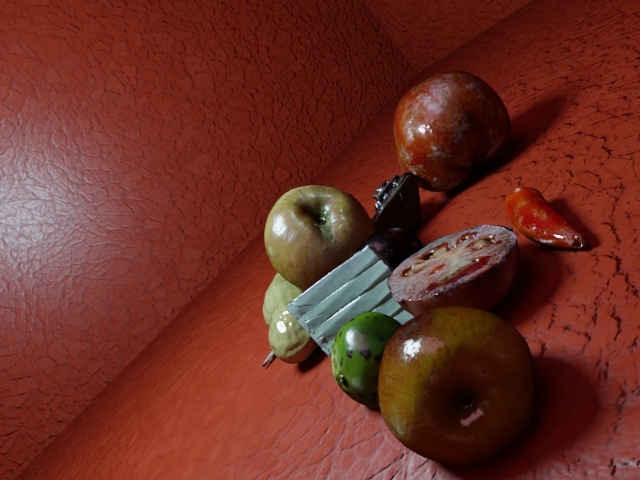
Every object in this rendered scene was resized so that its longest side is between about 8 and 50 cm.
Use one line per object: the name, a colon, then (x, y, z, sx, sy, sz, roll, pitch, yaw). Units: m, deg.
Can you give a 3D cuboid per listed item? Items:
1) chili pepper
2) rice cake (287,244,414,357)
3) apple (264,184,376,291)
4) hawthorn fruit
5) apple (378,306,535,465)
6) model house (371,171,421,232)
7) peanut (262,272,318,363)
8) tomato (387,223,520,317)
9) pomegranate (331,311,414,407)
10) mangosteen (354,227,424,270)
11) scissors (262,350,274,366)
chili pepper: (0.353, -0.040, 0.869, 0.071, 0.063, 0.272, -51, 13, 18)
rice cake: (0.066, 0.124, 0.955, 0.198, 0.189, 0.037, -45, -16, 9)
apple: (0.000, 0.000, 1.174, 0.261, 0.261, 0.194, -52, -28, -36)
hawthorn fruit: (0.315, -0.264, 1.286, 0.284, 0.284, 0.284, -39, 14, 11)
apple: (0.154, 0.163, 0.634, 0.195, 0.160, 0.173, -34, -7, 7)
model house: (0.158, -0.060, 1.316, 0.203, 0.141, 0.164, -48, 24, -12)
peanut: (-0.063, 0.169, 1.220, 0.147, 0.147, 0.319, -38, 23, 15)
tomato: (0.218, 0.060, 0.841, 0.225, 0.085, 0.225, -30, 15, 9)
pomegranate: (0.088, 0.167, 0.825, 0.169, 0.122, 0.143, -47, 12, -15)
mangosteen: (0.142, 0.053, 1.031, 0.152, 0.152, 0.152, -39, 14, 11)
scissors: (-0.056, 0.204, 1.342, 0.109, 0.022, 0.300, -21, 27, 55)
